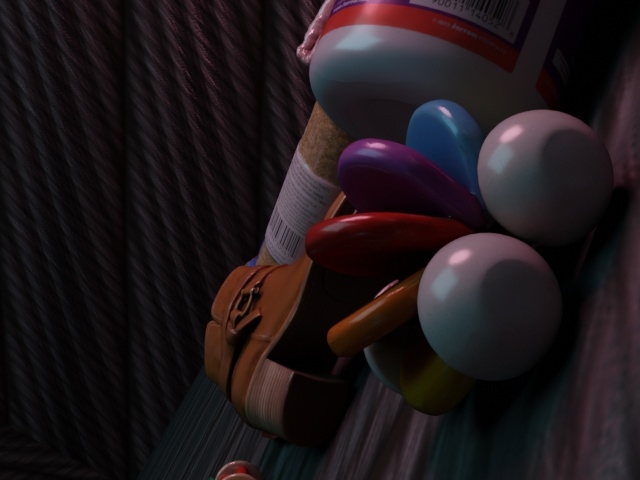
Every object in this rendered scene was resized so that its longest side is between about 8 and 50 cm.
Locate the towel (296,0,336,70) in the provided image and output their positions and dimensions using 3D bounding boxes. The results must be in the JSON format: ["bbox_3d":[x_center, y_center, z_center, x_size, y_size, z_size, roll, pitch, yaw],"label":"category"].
[{"bbox_3d":[0.119,-0.348,1.482,0.317,0.053,0.332,-60,-28,5],"label":"towel"}]

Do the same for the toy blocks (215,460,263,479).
[{"bbox_3d":[-0.101,0.290,1.027,0.123,0.054,0.148,-60,5,-1],"label":"toy blocks"}]

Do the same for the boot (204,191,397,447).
[{"bbox_3d":[-0.017,0.047,0.978,0.220,0.109,0.283,17,90,62],"label":"boot"}]

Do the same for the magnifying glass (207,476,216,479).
[{"bbox_3d":[-0.157,0.370,1.318,0.092,0.026,0.231,-61,3,-6],"label":"magnifying glass"}]

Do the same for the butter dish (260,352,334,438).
[{"bbox_3d":[-0.059,0.132,1.127,0.160,0.118,0.160,-63,6,-13],"label":"butter dish"}]

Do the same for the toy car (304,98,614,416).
[{"bbox_3d":[0.064,-0.002,0.562,0.182,0.136,0.159,-63,5,-21],"label":"toy car"}]

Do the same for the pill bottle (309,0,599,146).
[{"bbox_3d":[0.127,-0.219,0.750,0.181,0.181,0.323,138,155,-74],"label":"pill bottle"}]

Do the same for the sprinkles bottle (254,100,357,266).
[{"bbox_3d":[0.014,-0.057,1.163,0.121,0.121,0.355,-68,1,-54],"label":"sprinkles bottle"}]

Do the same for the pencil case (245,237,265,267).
[{"bbox_3d":[0.004,-0.050,1.482,0.306,0.119,0.133,-60,13,6],"label":"pencil case"}]
